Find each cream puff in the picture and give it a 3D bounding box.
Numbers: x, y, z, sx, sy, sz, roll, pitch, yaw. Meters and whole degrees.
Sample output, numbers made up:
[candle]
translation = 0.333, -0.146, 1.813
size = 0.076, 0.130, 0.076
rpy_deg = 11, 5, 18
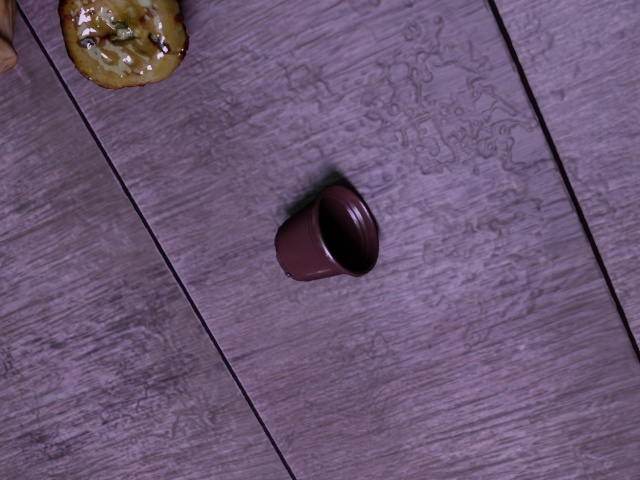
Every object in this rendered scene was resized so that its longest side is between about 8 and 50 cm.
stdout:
[cream puff]
translation = -0.210, -0.236, 1.057
size = 0.149, 0.084, 0.149
rpy_deg = 5, 120, 8

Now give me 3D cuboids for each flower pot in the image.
[flower pot]
translation = 0.000, 0.000, 1.120
size = 0.089, 0.111, 0.111
rpy_deg = -22, 109, 38

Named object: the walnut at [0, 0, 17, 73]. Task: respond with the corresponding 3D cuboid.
[walnut]
translation = -0.451, -0.240, 1.039
size = 0.257, 0.257, 0.224
rpy_deg = 16, 86, 6
